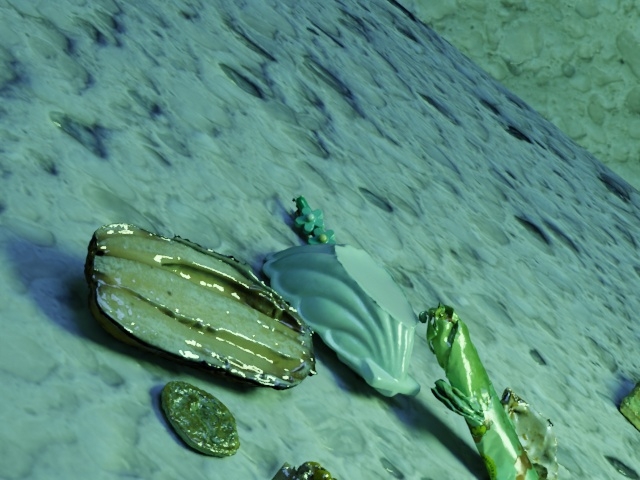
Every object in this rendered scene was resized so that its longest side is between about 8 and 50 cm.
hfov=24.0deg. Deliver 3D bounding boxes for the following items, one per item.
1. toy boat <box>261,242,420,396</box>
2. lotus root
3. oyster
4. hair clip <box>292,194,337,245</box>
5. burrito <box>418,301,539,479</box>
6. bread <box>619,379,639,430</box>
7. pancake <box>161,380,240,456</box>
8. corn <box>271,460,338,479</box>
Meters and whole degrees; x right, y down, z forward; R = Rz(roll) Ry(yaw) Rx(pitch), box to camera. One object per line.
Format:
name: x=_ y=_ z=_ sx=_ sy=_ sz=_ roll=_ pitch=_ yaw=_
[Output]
toy boat: x=0.044 y=0.085 z=2.019 sx=0.199 sy=0.100 sz=0.290 roll=13 pitch=32 yaw=-47
lotus root: x=-0.145 y=0.091 z=1.749 sx=0.329 sy=0.078 sz=0.167 roll=27 pitch=48 yaw=-32
oyster: x=0.283 y=0.272 z=2.103 sx=0.103 sy=0.051 sz=0.148 roll=30 pitch=39 yaw=-30
hair clip: x=-0.001 y=0.000 z=2.197 sx=0.049 sy=0.049 sz=0.173 roll=13 pitch=35 yaw=-48
burrito: x=0.202 y=0.220 z=1.975 sx=0.104 sy=0.054 sz=0.288 roll=-24 pitch=90 yaw=-58
bread: x=0.606 y=0.297 z=2.509 sx=0.196 sy=0.102 sz=0.138 roll=46 pitch=25 yaw=12
pancake: x=-0.130 y=0.195 z=1.637 sx=0.108 sy=0.017 sz=0.108 roll=30 pitch=26 yaw=-17
corn: x=0.060 y=0.355 z=1.534 sx=0.320 sy=0.097 sz=0.097 roll=46 pitch=22 yaw=9
